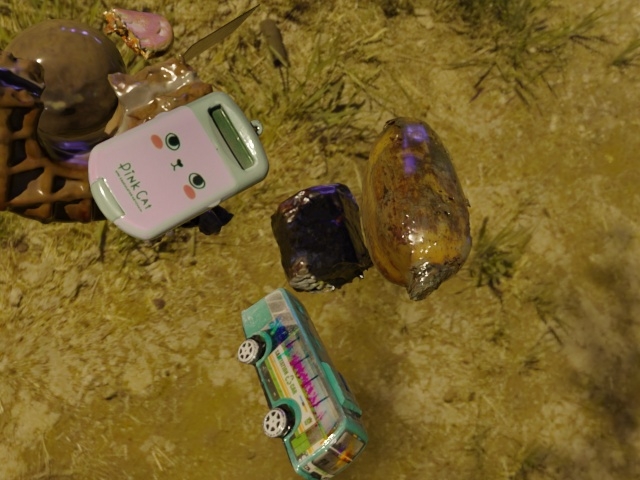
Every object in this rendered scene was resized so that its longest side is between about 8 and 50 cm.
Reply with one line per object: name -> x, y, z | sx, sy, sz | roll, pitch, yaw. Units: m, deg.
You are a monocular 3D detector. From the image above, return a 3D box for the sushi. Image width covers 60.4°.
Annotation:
sushi -> 0.000, 0.002, 1.762 | 0.281, 0.299, 0.294 | 9, 58, -53

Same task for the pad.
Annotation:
pad -> -0.352, -0.666, 1.818 | 0.330, 0.220, 0.004 | -47, 108, -31

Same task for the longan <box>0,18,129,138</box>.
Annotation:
longan -> -0.658, -0.408, 1.418 | 0.318, 0.319, 0.319 | 7, 75, -29

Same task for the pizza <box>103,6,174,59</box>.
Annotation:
pizza -> -0.594, -0.675, 1.788 | 0.228, 0.081, 0.290 | 22, 38, -24

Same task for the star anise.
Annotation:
star anise -> -0.356, -0.061, 1.353 | 0.282, 0.212, 0.129 | -2, 101, -23

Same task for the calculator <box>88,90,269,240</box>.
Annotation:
calculator -> -0.180, -0.103, 0.731 | 0.246, 0.045, 0.141 | -31, 93, -22

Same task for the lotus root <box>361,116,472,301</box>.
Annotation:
lotus root -> 0.160, -0.066, 0.970 | 0.179, 0.196, 0.398 | -6, 50, 3

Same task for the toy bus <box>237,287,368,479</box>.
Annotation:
toy bus -> -0.031, 0.182, 0.729 | 0.109, 0.262, 0.091 | -38, 136, 6

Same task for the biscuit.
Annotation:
biscuit -> -0.345, -0.141, 0.774 | 0.366, 0.268, 0.115 | -5, 43, -35
